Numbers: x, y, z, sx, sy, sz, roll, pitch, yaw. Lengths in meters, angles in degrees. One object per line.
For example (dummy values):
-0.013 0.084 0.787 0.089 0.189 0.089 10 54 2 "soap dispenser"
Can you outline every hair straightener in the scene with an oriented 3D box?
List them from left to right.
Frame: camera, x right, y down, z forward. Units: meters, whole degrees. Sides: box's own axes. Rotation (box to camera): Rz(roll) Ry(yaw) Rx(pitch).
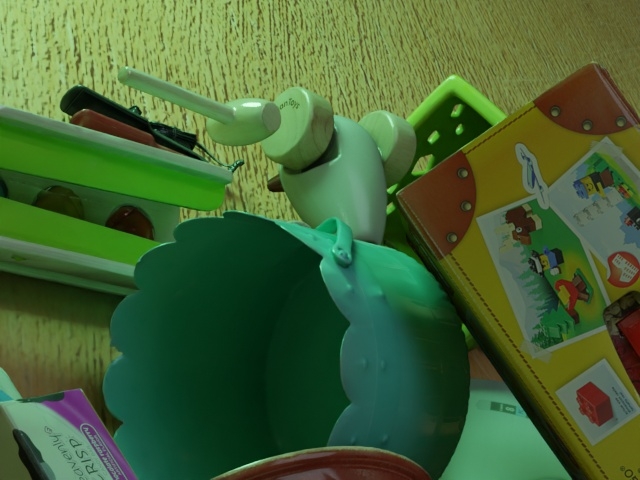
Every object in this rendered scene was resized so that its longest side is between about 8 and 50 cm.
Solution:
-0.179 -0.120 1.597 0.230 0.047 0.089 16 37 -36 "hair straightener"

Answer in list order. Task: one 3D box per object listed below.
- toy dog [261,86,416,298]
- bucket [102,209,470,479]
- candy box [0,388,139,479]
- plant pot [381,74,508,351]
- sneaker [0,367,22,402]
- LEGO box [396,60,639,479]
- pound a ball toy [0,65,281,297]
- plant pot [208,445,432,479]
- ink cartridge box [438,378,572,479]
0.000 0.000 1.525 0.220 0.161 0.334 34 46 -22 "toy dog"
-0.026 0.112 1.219 0.183 0.281 0.281 8 42 -48 "bucket"
-0.190 0.226 0.917 0.071 0.233 0.159 -5 53 -52 "candy box"
0.178 -0.017 1.675 0.227 0.228 0.207 47 11 21 "plant pot"
-0.299 0.111 1.114 0.229 0.087 0.092 46 22 -4 "sneaker"
0.286 0.134 1.261 0.500 0.193 0.372 56 1 8 "LEGO box"
-0.202 -0.058 1.361 0.319 0.135 0.208 14 74 -39 "pound a ball toy"
0.004 0.323 0.962 0.272 0.272 0.265 13 37 -39 "plant pot"
0.150 0.227 1.463 0.385 0.091 0.308 36 29 -10 "ink cartridge box"
